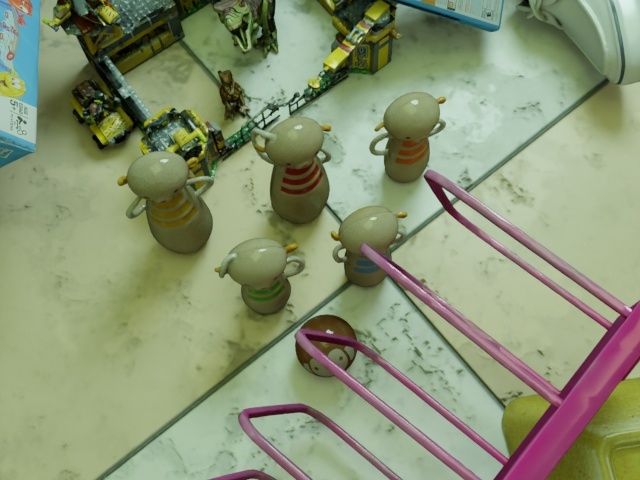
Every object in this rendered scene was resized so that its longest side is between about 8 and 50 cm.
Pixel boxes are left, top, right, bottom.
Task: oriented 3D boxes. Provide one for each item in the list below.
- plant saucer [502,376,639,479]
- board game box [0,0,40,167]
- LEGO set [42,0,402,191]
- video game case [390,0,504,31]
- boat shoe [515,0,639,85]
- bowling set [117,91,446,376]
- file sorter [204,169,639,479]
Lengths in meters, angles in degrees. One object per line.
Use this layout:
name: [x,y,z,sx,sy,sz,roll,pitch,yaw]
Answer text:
plant saucer: [0.341,0.251,0.681,0.332,0.081,0.333,-9,69,-2]
board game box: [-0.375,-0.177,0.776,0.301,0.086,0.309,-17,66,30]
LEGO set: [-0.090,-0.216,0.804,0.331,0.192,0.255,-28,71,-9]
video game case: [0.103,-0.269,0.818,0.166,0.015,0.119,9,89,-27]
boat shoe: [0.227,-0.255,0.865,0.088,0.096,0.268,-18,69,-1]
bowling set: [0.000,0.000,0.742,0.286,0.154,0.200,-20,70,-6]
file sorter: [0.070,0.121,0.633,0.182,0.202,0.291,37,93,17]
